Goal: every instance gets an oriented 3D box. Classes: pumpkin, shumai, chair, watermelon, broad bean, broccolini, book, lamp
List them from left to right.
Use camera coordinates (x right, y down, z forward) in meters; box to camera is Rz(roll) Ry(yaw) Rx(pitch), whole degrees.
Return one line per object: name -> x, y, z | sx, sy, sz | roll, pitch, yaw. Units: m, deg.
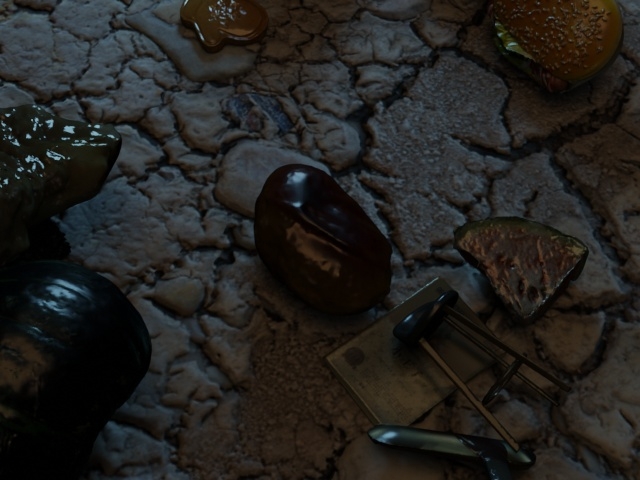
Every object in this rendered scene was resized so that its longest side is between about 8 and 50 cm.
shumai -> -0.404, -0.064, 1.211 | 0.283, 0.217, 0.346 | 6, 20, -45
pumpkin -> -0.338, 0.159, 1.069 | 0.238, 0.315, 0.315 | 35, 63, -12
broccolini -> -0.402, -0.041, 1.327 | 0.058, 0.074, 0.201 | -31, 53, -14
broad bean -> 0.000, 0.001, 1.268 | 0.156, 0.122, 0.228 | -21, 67, -41
book -> 0.121, 0.146, 1.246 | 0.199, 0.016, 0.138 | -33, 67, -18
lamp -> 0.133, 0.328, 1.085 | 0.203, 0.124, 0.283 | 9, 60, 7
chair -> 0.195, 0.139, 1.184 | 0.222, 0.095, 0.104 | 37, 45, 20
watermelon -> 0.255, 0.046, 1.281 | 0.187, 0.071, 0.139 | 9, 67, -5

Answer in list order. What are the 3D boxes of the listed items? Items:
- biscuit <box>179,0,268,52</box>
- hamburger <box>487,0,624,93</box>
biscuit -> -0.153, -0.341, 1.510 | 0.140, 0.023, 0.118 | 16, 61, 7
hamburger -> 0.347, -0.321, 1.438 | 0.116, 0.173, 0.210 | -3, 53, -47
